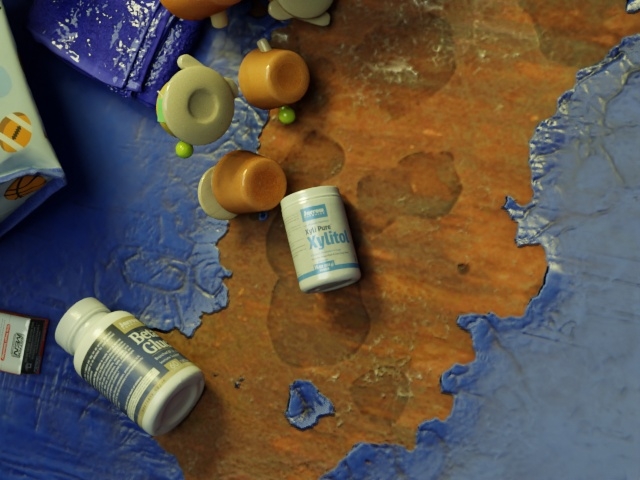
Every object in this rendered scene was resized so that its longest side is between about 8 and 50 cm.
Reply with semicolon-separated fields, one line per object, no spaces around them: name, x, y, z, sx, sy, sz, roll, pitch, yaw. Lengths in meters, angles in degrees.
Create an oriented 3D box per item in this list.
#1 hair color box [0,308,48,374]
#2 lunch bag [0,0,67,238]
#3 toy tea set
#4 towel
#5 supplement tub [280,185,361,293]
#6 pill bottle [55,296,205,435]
hair color box;-0.412;0.119;1.557;0.141;0.043;0.072;10;89;23
lunch bag;-0.503;-0.134;1.509;0.385;0.239;0.327;-31;75;45
toy tea set;-0.109;-0.193;1.419;0.124;0.200;0.336;9;88;57
towel;-0.219;-0.339;1.507;0.228;0.076;0.308;30;96;21
supplement tub;0.000;0.000;1.391;0.071;0.071;0.107;-18;80;19
pill bottle;-0.224;0.141;1.453;0.169;0.094;0.094;36;98;20
